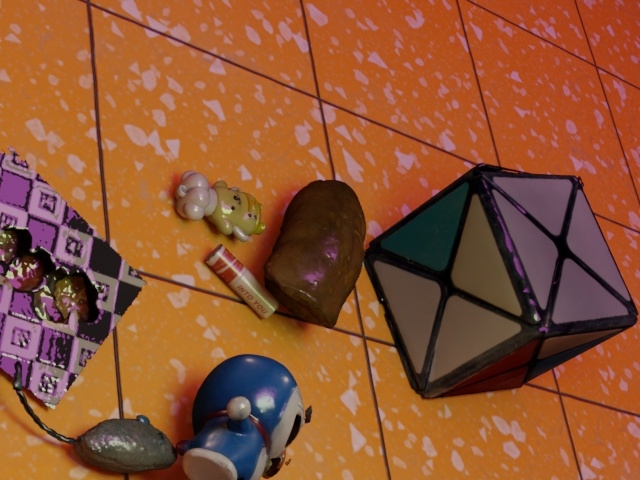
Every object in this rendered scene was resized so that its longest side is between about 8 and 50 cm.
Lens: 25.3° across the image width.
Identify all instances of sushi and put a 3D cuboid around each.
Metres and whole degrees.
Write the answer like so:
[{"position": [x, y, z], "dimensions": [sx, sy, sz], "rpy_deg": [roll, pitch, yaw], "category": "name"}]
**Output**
[{"position": [-0.406, 0.048, 1.893], "dimensions": [0.290, 0.050, 0.264], "rpy_deg": [45, 51, -15], "category": "sushi"}]

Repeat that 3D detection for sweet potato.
[{"position": [0.000, 0.000, 2.288], "dimensions": [0.158, 0.158, 0.370], "rpy_deg": [39, 40, -18], "category": "sweet potato"}]

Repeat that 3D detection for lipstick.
[{"position": [-0.120, 0.064, 2.197], "dimensions": [0.131, 0.038, 0.038], "rpy_deg": [45, 37, -10], "category": "lipstick"}]

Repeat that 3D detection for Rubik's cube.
[{"position": [0.302, 0.073, 2.438], "dimensions": [0.307, 0.305, 0.310], "rpy_deg": [0, 63, -44], "category": "Rubik's cube"}]

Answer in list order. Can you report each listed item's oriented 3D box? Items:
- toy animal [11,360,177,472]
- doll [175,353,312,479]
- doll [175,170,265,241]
[{"position": [-0.298, 0.246, 1.835], "dimensions": [0.253, 0.070, 0.079], "rpy_deg": [27, 29, -27], "category": "toy animal"}, {"position": [-0.106, 0.263, 1.925], "dimensions": [0.161, 0.215, 0.257], "rpy_deg": [22, 37, 1], "category": "doll"}, {"position": [-0.158, -0.055, 2.233], "dimensions": [0.162, 0.062, 0.106], "rpy_deg": [19, 44, -36], "category": "doll"}]
